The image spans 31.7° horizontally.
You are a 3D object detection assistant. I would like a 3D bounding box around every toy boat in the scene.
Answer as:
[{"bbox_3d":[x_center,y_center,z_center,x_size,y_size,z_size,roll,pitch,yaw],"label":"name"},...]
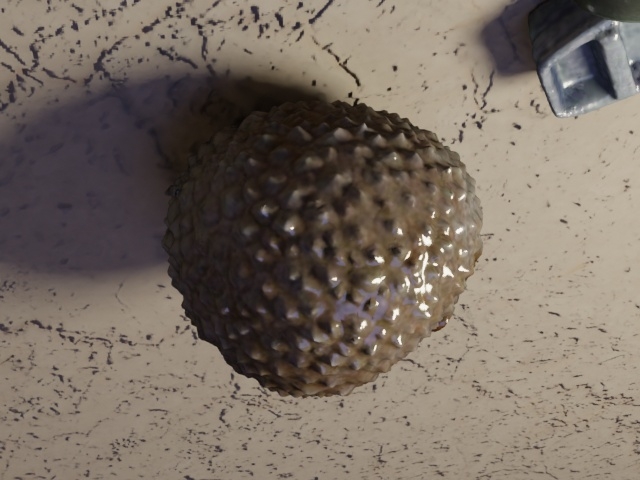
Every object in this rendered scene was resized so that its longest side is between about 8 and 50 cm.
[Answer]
[{"bbox_3d":[0.332,-0.215,1.052,0.282,0.078,0.127,-25,141,9],"label":"toy boat"}]

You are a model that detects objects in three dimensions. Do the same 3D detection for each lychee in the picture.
[{"bbox_3d":[0.004,-0.003,1.042,0.299,0.300,0.300,-11,142,-9],"label":"lychee"}]

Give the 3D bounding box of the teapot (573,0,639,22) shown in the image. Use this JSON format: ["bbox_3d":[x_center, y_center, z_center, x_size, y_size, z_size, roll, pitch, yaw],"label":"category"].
[{"bbox_3d":[0.161,-0.312,0.758,0.300,0.253,0.344,1,160,34],"label":"teapot"}]
